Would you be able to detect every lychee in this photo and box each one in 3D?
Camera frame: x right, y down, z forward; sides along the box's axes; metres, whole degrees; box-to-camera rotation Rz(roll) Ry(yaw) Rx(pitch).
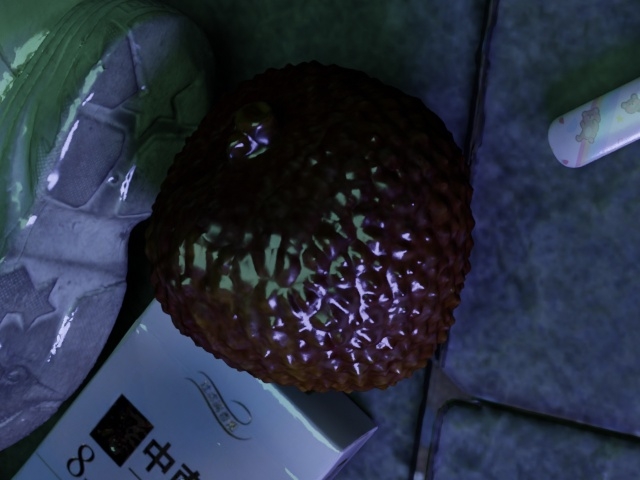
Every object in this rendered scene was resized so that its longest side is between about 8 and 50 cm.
[{"bbox_3d":[0.000,-0.006,0.913,0.194,0.194,0.194,4,100,22],"label":"lychee"}]

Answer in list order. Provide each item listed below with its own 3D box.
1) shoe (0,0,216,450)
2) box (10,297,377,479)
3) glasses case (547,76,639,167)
[{"bbox_3d":[-0.212,-0.029,1.019,0.210,0.132,0.342,41,107,38],"label":"shoe"},{"bbox_3d":[-0.097,0.154,1.040,0.155,0.067,0.243,44,112,9],"label":"box"},{"bbox_3d":[0.167,-0.069,0.918,0.083,0.021,0.032,-25,86,24],"label":"glasses case"}]
